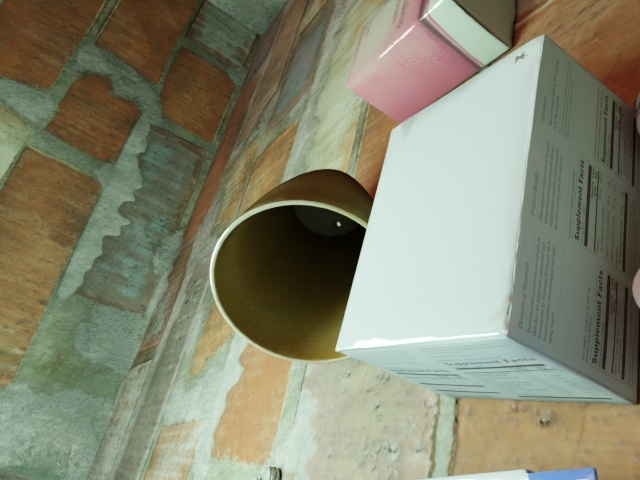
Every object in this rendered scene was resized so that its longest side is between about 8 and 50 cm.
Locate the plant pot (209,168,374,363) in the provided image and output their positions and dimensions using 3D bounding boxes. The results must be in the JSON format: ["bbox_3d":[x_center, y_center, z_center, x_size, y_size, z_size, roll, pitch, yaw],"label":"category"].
[{"bbox_3d":[0.000,0.000,0.752,0.237,0.237,0.254,-50,11,28],"label":"plant pot"}]

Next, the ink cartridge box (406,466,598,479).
[{"bbox_3d":[0.095,0.285,0.407,0.311,0.065,0.186,-39,33,48],"label":"ink cartridge box"}]

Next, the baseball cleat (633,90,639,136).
[{"bbox_3d":[0.324,-0.151,0.382,0.206,0.072,0.109,-34,30,43],"label":"baseball cleat"}]

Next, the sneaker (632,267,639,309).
[{"bbox_3d":[0.288,-0.053,0.277,0.297,0.129,0.111,-50,28,32],"label":"sneaker"}]

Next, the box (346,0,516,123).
[{"bbox_3d":[0.165,-0.313,0.816,0.232,0.127,0.149,-29,40,53],"label":"box"}]

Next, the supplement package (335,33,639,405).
[{"bbox_3d":[0.153,-0.004,0.488,0.204,0.145,0.262,-23,44,56],"label":"supplement package"}]

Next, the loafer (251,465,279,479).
[{"bbox_3d":[-0.102,0.374,0.753,0.125,0.039,0.045,-61,22,5],"label":"loafer"}]
